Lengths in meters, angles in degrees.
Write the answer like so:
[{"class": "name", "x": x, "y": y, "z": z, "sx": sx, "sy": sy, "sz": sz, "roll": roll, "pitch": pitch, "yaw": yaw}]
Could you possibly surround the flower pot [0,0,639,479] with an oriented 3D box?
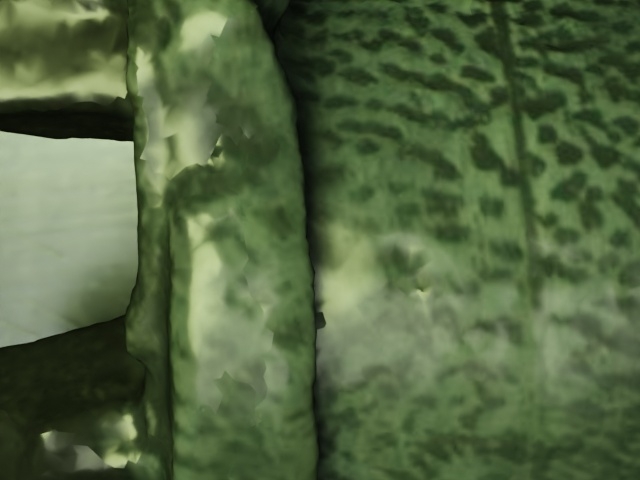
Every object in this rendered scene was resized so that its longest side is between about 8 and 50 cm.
[{"class": "flower pot", "x": 0.000, "y": 0.000, "z": 0.636, "sx": 0.283, "sy": 0.299, "sz": 0.299, "roll": -2, "pitch": 101, "yaw": -3}]
